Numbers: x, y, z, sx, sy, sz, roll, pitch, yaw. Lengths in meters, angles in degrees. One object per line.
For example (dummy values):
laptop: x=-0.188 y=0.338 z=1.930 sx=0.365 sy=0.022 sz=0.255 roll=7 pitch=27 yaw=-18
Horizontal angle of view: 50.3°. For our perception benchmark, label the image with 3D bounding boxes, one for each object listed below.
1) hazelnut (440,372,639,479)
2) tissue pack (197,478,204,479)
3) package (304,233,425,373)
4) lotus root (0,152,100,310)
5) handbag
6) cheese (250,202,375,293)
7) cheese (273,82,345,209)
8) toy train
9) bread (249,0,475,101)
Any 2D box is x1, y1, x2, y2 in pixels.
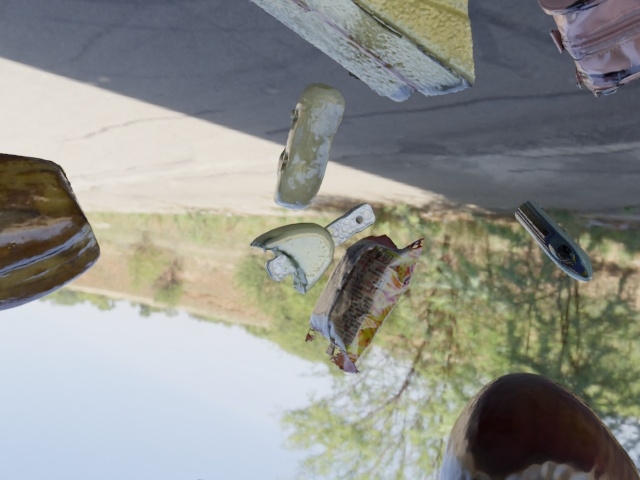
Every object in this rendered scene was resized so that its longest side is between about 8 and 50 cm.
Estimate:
hazelnut: x=0.410 y=0.450 z=1.265 sx=0.420 sy=0.421 sz=0.352 roll=12 pitch=152 yaw=-34
tissue pack: x=-0.167 y=0.613 z=1.015 sx=0.264 sy=0.416 sz=0.253 roll=18 pitch=150 yaw=33
package: x=0.074 y=0.099 z=1.331 sx=0.108 sy=0.288 sz=0.223 roll=37 pitch=173 yaw=-21
lotus root: x=-0.548 y=-0.050 z=1.231 sx=0.250 sy=0.316 sz=0.316 roll=-13 pitch=-177 yaw=-20
handbag: x=0.333 y=-0.262 z=0.706 sx=0.116 sy=0.179 sz=0.205 roll=41 pitch=140 yaw=-24
cheese: x=0.000 y=0.000 z=1.183 sx=0.235 sy=0.127 sz=0.049 roll=-33 pitch=-163 yaw=-25
cheese: x=-0.029 y=-0.185 z=1.364 sx=0.093 sy=0.263 sz=0.159 roll=15 pitch=-166 yaw=-7
toy train: x=0.432 y=-0.001 z=1.260 sx=0.048 sy=0.055 sz=0.252 roll=41 pitch=-165 yaw=-24
bread: x=0.027 y=-0.385 z=1.217 sx=0.404 sy=0.242 sz=0.346 roll=1 pitch=-175 yaw=-8
